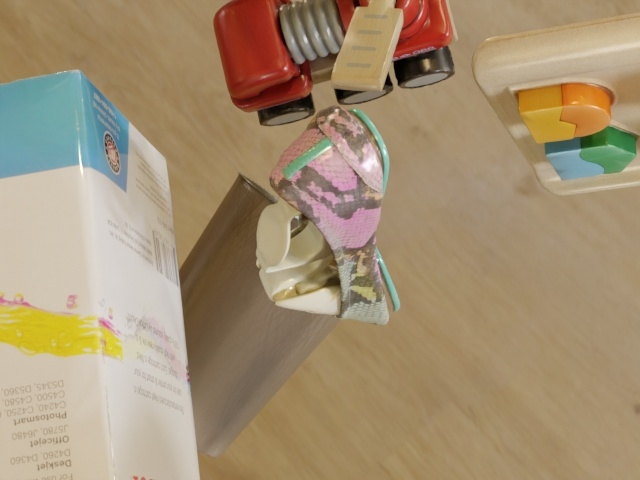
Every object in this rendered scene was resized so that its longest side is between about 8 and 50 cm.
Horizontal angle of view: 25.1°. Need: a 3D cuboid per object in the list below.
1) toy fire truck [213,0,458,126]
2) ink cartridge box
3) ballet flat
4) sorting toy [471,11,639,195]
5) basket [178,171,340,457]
[{"bbox_3d":[0.006,-0.177,1.294,0.217,0.246,0.159,-14,83,11],"label":"toy fire truck"},{"bbox_3d":[-0.198,0.066,0.895,0.197,0.198,0.270,-10,76,7],"label":"ink cartridge box"},{"bbox_3d":[0.000,0.000,0.830,0.079,0.221,0.077,-29,67,-9],"label":"ballet flat"},{"bbox_3d":[0.219,-0.084,0.970,0.193,0.208,0.038,-7,65,20],"label":"sorting toy"},{"bbox_3d":[-0.076,0.076,1.346,0.154,0.204,0.227,38,93,25],"label":"basket"}]
